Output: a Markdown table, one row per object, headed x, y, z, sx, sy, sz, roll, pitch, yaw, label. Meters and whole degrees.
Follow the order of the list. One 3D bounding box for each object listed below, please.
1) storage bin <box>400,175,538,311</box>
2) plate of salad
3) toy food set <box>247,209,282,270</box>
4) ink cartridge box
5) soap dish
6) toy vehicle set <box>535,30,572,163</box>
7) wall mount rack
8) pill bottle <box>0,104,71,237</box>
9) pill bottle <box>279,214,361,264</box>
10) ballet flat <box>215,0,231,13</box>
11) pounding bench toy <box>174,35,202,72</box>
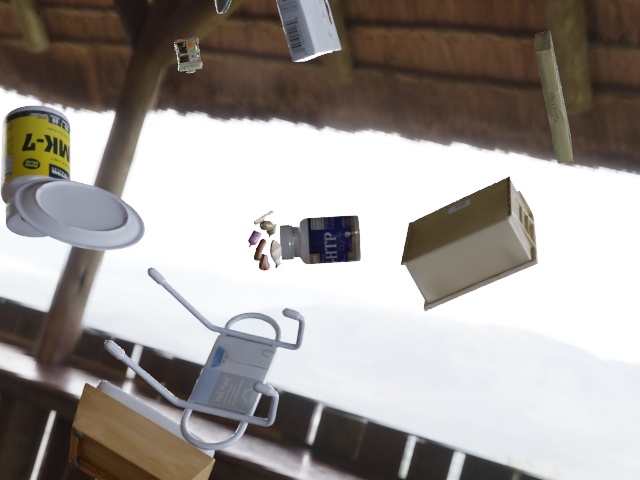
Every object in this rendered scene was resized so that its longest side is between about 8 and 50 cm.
| x | y | z | sx | sy | sz | roll | pitch | yaw | label |
| --- | --- | --- | --- | --- | --- | --- | --- | --- | --- |
| 0.323 | -0.003 | 2.207 | 0.262 | 0.123 | 0.260 | -26 | 18 | 20 | storage bin |
| -0.362 | -0.034 | 1.524 | 0.199 | 0.048 | 0.200 | 19 | 26 | -10 | plate of salad |
| -0.107 | 0.006 | 1.885 | 0.019 | 0.122 | 0.078 | 17 | 34 | 34 | toy food set |
| -0.030 | -0.464 | 2.055 | 0.066 | 0.189 | 0.232 | -15 | 8 | 12 | ink cartridge box |
| -0.361 | 0.421 | 1.993 | 0.290 | 0.118 | 0.229 | 30 | -37 | 5 | soap dish |
| 0.532 | -0.328 | 2.316 | 0.035 | 0.267 | 0.166 | -10 | 21 | 16 | toy vehicle set |
| -0.198 | 0.191 | 1.791 | 0.304 | 0.131 | 0.350 | 13 | 38 | 6 | wall mount rack |
| -0.490 | -0.118 | 1.752 | 0.119 | 0.209 | 0.119 | -6 | -26 | -3 | pill bottle |
| 0.000 | 0.000 | 2.361 | 0.186 | 0.112 | 0.112 | -4 | -6 | 1 | pill bottle |
| -0.204 | -0.606 | 2.220 | 0.068 | 0.213 | 0.072 | 17 | 15 | -27 | ballet flat |
| -0.296 | -0.414 | 2.263 | 0.052 | 0.065 | 0.083 | -10 | -4 | -9 | pounding bench toy |
